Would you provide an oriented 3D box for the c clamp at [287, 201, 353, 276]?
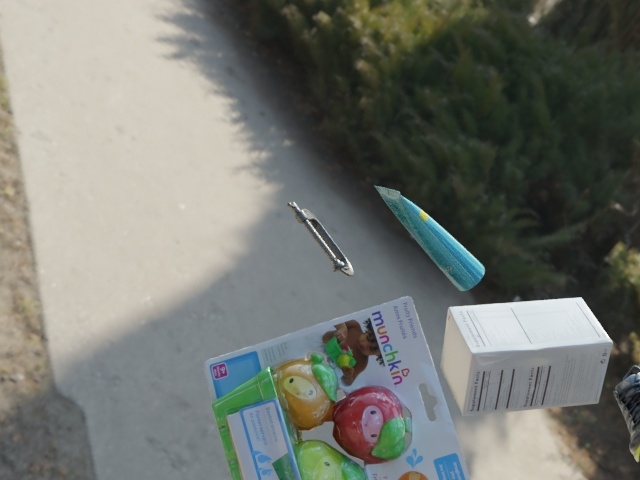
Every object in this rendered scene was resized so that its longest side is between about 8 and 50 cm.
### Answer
[{"bbox_3d":[0.000,0.000,1.740,0.161,0.022,0.137,52,9,-1],"label":"c clamp"}]

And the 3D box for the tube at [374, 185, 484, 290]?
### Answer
[{"bbox_3d":[0.163,-0.008,1.577,0.207,0.052,0.080,44,-14,-24],"label":"tube"}]

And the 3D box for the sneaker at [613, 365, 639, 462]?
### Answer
[{"bbox_3d":[0.596,0.318,1.963,0.121,0.111,0.300,48,16,7],"label":"sneaker"}]

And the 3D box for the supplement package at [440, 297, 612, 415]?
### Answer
[{"bbox_3d":[0.342,0.194,1.785,0.244,0.134,0.139,-3,32,-10],"label":"supplement package"}]

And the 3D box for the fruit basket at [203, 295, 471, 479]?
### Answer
[{"bbox_3d":[0.021,0.287,1.627,0.165,0.353,0.327,40,32,-75],"label":"fruit basket"}]
